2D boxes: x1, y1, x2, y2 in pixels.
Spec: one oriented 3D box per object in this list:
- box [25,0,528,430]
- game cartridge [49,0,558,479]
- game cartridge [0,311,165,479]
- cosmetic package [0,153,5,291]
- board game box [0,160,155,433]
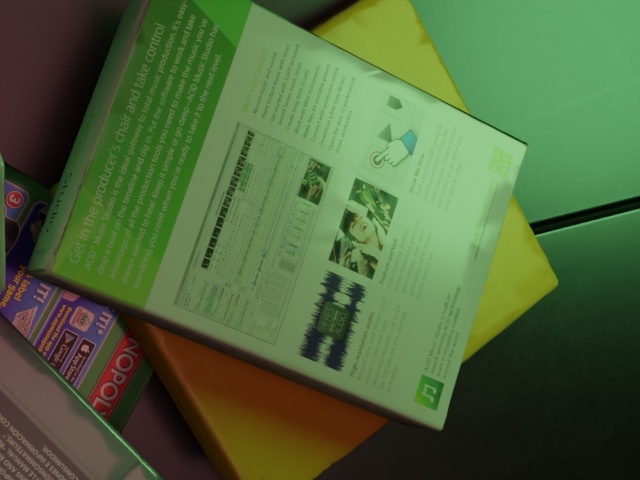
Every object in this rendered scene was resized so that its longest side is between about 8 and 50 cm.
[{"bbox_3d":[-0.020,-0.025,1.051,0.322,0.058,0.232,25,76,-26],"label":"box"},{"bbox_3d":[0.000,0.000,1.120,0.324,0.053,0.285,-34,103,-25],"label":"game cartridge"},{"bbox_3d":[-0.250,0.155,1.005,0.196,0.060,0.294,-46,106,-18],"label":"game cartridge"},{"bbox_3d":[-0.331,-0.065,0.919,0.225,0.138,0.224,-14,57,-19],"label":"cosmetic package"},{"bbox_3d":[-0.249,0.113,1.056,0.213,0.046,0.317,32,80,-20],"label":"board game box"}]
